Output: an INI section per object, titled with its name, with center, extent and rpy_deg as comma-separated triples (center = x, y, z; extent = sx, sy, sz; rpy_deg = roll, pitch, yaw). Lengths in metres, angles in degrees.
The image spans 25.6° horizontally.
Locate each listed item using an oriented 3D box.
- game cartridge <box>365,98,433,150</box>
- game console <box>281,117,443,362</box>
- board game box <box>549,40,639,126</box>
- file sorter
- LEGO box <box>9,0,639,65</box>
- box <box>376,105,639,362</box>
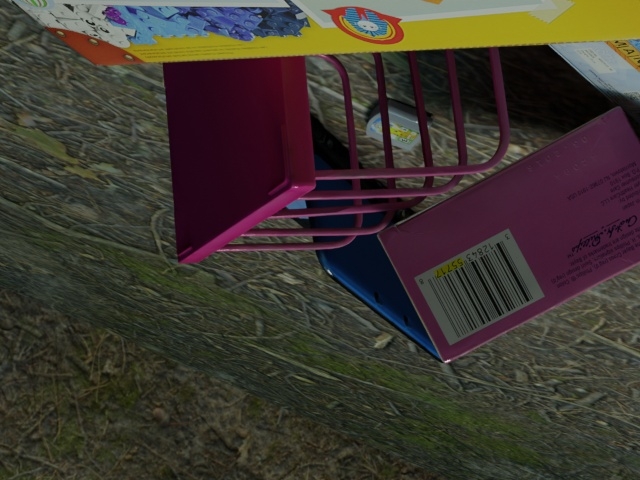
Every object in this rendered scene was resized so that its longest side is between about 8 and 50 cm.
[game cartridge]
center = 0.075, -0.115, 1.403
extent = 0.056, 0.017, 0.083
rpy_deg = 24, 162, -5
[game console]
center = 0.000, 0.000, 1.567
extent = 0.250, 0.173, 0.293
rpy_deg = 5, 158, 36
[board game box]
center = 0.283, -0.171, 0.927
extent = 0.318, 0.066, 0.318
rpy_deg = 0, 155, 46
[file sorter]
center = 0.002, -0.109, 1.131
extent = 0.182, 0.202, 0.290
rpy_deg = -2, 170, -22
[LEGO box]
center = -0.044, -0.271, 0.741
extent = 0.500, 0.193, 0.372
rpy_deg = 3, 157, 40
[box]
center = 0.175, -0.001, 1.188
extent = 0.213, 0.117, 0.243
rpy_deg = -28, 176, 5
